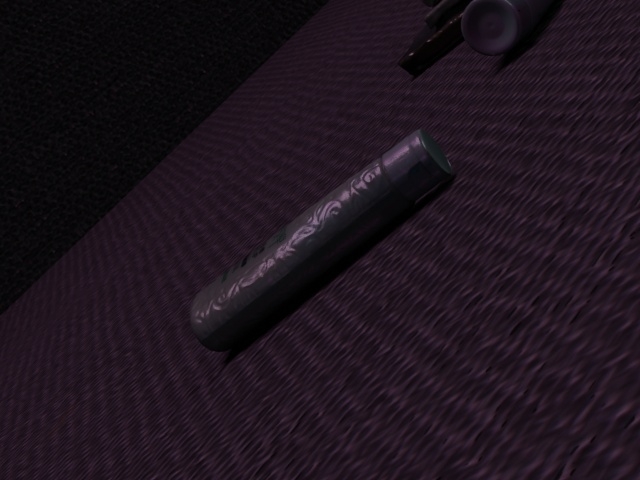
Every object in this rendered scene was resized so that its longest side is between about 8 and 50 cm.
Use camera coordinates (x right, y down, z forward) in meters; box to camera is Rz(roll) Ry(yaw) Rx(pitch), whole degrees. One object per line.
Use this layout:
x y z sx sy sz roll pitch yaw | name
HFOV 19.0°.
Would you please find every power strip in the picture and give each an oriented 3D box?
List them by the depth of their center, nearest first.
0.156 -0.257 1.774 0.213 0.064 0.198 -38 7 22 | power strip

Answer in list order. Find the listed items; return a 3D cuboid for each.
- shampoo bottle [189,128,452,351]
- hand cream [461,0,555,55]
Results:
0.000 0.000 1.206 0.190 0.041 0.069 -37 4 19 | shampoo bottle
0.154 -0.180 1.479 0.076 0.047 0.174 -38 0 27 | hand cream
